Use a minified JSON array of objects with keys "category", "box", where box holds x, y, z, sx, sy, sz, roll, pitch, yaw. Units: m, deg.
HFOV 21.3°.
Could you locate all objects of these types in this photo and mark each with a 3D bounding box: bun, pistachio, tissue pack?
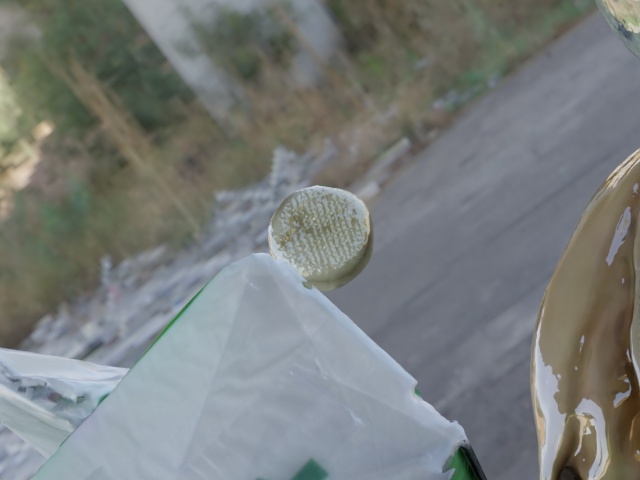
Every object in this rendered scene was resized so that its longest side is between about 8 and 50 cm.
[{"category":"bun","box":[0.000,0.000,1.346,0.086,0.086,0.055,-40,-11,-11]},{"category":"pistachio","box":[0.221,0.036,0.987,0.162,0.181,0.293,-8,39,38]},{"category":"tissue pack","box":[-0.031,0.104,0.571,0.148,0.156,0.209,-45,-27,-8]}]

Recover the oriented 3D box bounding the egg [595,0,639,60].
[{"category":"egg","box":[0.175,-0.128,0.688,0.141,0.141,0.182,-36,15,10]}]
